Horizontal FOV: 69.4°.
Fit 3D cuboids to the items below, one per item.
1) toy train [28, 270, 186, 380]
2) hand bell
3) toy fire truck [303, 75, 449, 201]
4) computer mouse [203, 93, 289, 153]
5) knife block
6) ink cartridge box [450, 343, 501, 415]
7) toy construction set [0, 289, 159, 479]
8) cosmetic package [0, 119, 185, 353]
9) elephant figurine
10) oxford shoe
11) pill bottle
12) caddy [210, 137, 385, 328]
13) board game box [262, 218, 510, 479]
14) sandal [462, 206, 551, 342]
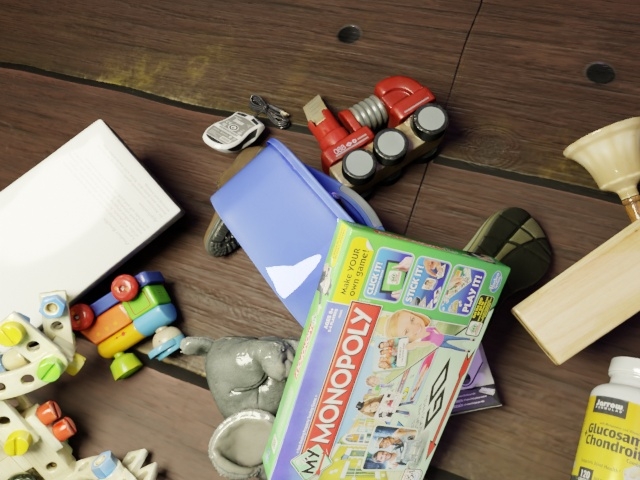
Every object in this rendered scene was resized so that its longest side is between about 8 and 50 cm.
[{"bbox_3d":[-0.346,0.167,0.755,0.248,0.105,0.143,-32,82,4],"label":"toy train"},{"bbox_3d":[0.490,-0.054,0.719,0.126,0.126,0.242,-17,77,2],"label":"hand bell"},{"bbox_3d":[0.072,-0.215,0.833,0.217,0.158,0.246,-33,76,-5],"label":"toy fire truck"},{"bbox_3d":[-0.148,-0.214,0.884,0.106,0.042,0.193,33,50,15],"label":"computer mouse"},{"bbox_3d":[0.410,0.027,0.590,0.275,0.242,0.088,-16,59,-36],"label":"knife block"},{"bbox_3d":[0.141,0.212,0.673,0.207,0.046,0.097,-13,64,4],"label":"ink cartridge box"},{"bbox_3d":[-0.382,0.255,0.658,0.215,0.151,0.328,-32,96,-14],"label":"toy construction set"},{"bbox_3d":[-0.431,-0.003,0.763,0.365,0.155,0.197,-40,100,-9],"label":"cosmetic package"},{"bbox_3d":[-0.078,0.257,0.641,0.186,0.169,0.239,-5,80,38],"label":"elephant figurine"},{"bbox_3d":[-0.153,-0.072,0.838,0.096,0.083,0.227,14,66,32],"label":"oxford shoe"},{"bbox_3d":[0.391,0.248,0.585,0.103,0.103,0.184,19,71,17],"label":"pill bottle"},{"bbox_3d":[0.000,0.000,0.686,0.179,0.241,0.341,-39,67,-1],"label":"caddy"},{"bbox_3d":[0.075,0.151,0.560,0.213,0.046,0.317,12,103,-21],"label":"board game box"},{"bbox_3d":[0.235,0.054,0.696,0.303,0.086,0.120,-39,96,-22],"label":"sandal"}]
